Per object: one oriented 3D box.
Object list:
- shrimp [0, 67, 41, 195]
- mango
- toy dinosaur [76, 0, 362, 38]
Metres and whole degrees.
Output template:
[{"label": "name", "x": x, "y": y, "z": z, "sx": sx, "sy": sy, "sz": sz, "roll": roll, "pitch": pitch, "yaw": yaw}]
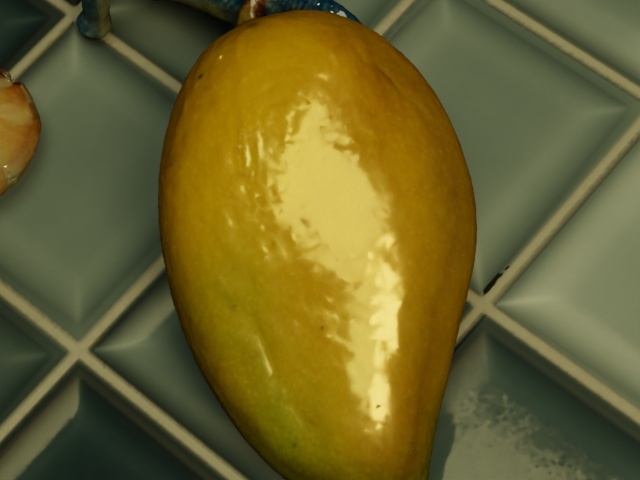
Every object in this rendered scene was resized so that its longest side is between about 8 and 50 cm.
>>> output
[{"label": "shrimp", "x": -0.288, "y": -0.057, "z": 1.117, "sx": 0.236, "sy": 0.053, "sz": 0.133, "roll": -12, "pitch": 65, "yaw": -2}, {"label": "mango", "x": 0.000, "y": 0.000, "z": 1.020, "sx": 0.177, "sy": 0.119, "sz": 0.316, "roll": -7, "pitch": 73, "yaw": 0}, {"label": "toy dinosaur", "x": -0.080, "y": -0.178, "z": 1.075, "sx": 0.248, "sy": 0.188, "sz": 0.075, "roll": 17, "pitch": 67, "yaw": 11}]
